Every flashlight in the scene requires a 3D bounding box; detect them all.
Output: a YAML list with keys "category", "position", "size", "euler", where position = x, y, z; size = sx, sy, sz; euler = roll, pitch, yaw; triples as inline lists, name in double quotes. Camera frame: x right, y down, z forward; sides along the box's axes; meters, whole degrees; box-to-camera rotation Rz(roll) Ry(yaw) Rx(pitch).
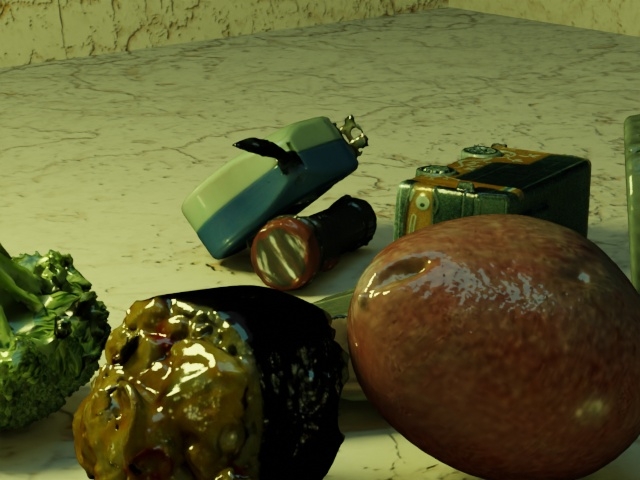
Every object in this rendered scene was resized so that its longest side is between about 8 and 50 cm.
- category: "flashlight"
  position: [0.000, 0.000, 2.211]
  size: [0.093, 0.093, 0.232]
  euler: [6, 12, 25]

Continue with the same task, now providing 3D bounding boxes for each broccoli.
- category: "broccoli"
  position: [-0.297, 0.088, 1.726]
  size: [0.198, 0.226, 0.176]
  euler: [7, -26, 30]

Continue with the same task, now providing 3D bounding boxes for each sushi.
- category: "sushi"
  position: [-0.103, 0.147, 1.513]
  size: [0.200, 0.213, 0.204]
  euler: [-17, -13, 41]

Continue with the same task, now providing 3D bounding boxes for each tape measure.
- category: "tape measure"
  position: [-0.084, -0.058, 2.179]
  size: [0.215, 0.098, 0.351]
  euler: [-37, -7, 21]

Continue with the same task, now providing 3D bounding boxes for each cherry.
- category: "cherry"
  position: [0.154, 0.091, 1.563]
  size: [0.307, 0.221, 0.261]
  euler: [11, 26, -31]

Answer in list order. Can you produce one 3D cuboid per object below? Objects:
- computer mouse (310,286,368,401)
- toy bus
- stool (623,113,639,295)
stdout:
- category: "computer mouse"
  position: [0.045, 0.107, 1.769]
  size: [0.389, 0.114, 0.199]
  euler: [-17, 2, -11]
- category: "toy bus"
  position: [0.209, -0.026, 2.185]
  size: [0.167, 0.138, 0.275]
  euler: [10, 17, 29]
- category: "stool"
  position: [0.486, -0.020, 1.879]
  size: [0.330, 0.297, 0.297]
  euler: [-3, 15, 11]
